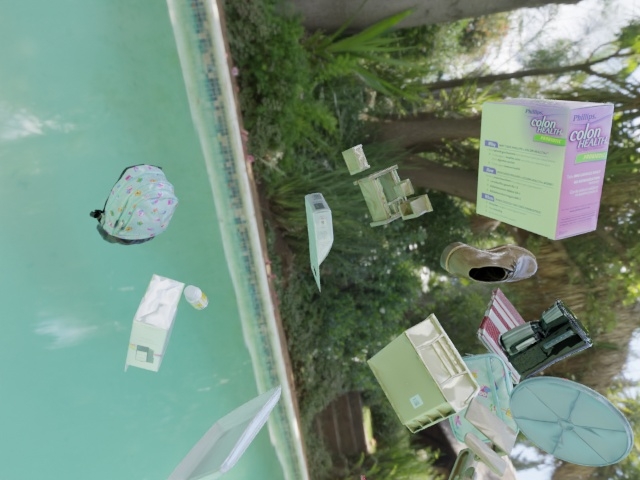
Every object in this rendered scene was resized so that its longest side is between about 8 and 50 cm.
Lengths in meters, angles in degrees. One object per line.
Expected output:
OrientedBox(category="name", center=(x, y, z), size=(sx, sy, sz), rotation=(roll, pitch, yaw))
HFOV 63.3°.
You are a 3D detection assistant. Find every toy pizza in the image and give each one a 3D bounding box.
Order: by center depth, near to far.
OrientedBox(category="toy pizza", center=(0.435, 0.313, 0.911), size=(0.032, 0.201, 0.201), rotation=(-42, 137, -41))

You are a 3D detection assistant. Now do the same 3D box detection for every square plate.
OrientedBox(category="square plate", center=(-0.284, 0.590, 1.495), size=(0.049, 0.344, 0.347), rotation=(51, 32, -3))

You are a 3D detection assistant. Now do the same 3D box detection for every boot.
OrientedBox(category="boot", center=(0.450, 0.074, 1.300), size=(0.115, 0.306, 0.112), rotation=(39, -60, 55))

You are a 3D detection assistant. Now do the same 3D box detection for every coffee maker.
OrientedBox(category="coffee maker", center=(0.546, 0.253, 1.234), size=(0.171, 0.178, 0.120), rotation=(49, 27, -5))

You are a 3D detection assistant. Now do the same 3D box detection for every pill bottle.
OrientedBox(category="pill bottle", center=(-0.484, 0.219, 2.009), size=(0.116, 0.065, 0.065), rotation=(73, 6, -60))

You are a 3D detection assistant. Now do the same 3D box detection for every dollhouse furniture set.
OrientedBox(category="dollhouse furniture set", center=(0.308, 0.452, 1.124), size=(0.144, 0.123, 0.151), rotation=(-49, 180, -40))
OrientedBox(category="dollhouse furniture set", center=(0.161, -0.140, 1.127), size=(0.161, 0.101, 0.181), rotation=(-10, -76, 57))

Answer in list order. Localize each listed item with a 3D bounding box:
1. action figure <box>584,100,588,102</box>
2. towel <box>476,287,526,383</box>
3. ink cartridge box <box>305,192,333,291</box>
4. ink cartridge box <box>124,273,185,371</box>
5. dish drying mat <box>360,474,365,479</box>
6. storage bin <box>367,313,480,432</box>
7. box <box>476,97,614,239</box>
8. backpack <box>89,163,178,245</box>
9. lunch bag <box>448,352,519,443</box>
OrientedBox(category="action figure", center=(0.787, -0.309, 1.671), size=(0.141, 0.164, 0.275), rotation=(21, -76, 44))
OrientedBox(category="towel", center=(0.701, 0.355, 1.970), size=(0.237, 0.037, 0.329), rotation=(51, 39, -4))
OrientedBox(category="ink cartridge box", center=(0.000, 0.000, 1.467), size=(0.189, 0.066, 0.232), rotation=(-114, -166, -69))
OrientedBox(category="ink cartridge box", center=(-0.582, 0.311, 1.815), size=(0.207, 0.119, 0.353), rotation=(-83, -165, -45))
OrientedBox(category="dish drying mat", center=(0.141, 0.795, 1.658), size=(0.032, 0.008, 0.083), rotation=(124, -38, -62))
OrientedBox(category="storage bin", center=(0.297, 0.399, 1.529), size=(0.260, 0.123, 0.262), rotation=(59, -34, 19))
OrientedBox(category="box", center=(0.433, -0.152, 1.033), size=(0.214, 0.118, 0.242), rotation=(33, -50, 59))
OrientedBox(category="backpack", center=(-0.381, -0.074, 1.107), size=(0.115, 0.152, 0.182), rotation=(50, -56, 16))
OrientedBox(category="lunch bag", center=(0.518, 0.502, 1.679), size=(0.108, 0.224, 0.278), rotation=(20, 57, -65))
